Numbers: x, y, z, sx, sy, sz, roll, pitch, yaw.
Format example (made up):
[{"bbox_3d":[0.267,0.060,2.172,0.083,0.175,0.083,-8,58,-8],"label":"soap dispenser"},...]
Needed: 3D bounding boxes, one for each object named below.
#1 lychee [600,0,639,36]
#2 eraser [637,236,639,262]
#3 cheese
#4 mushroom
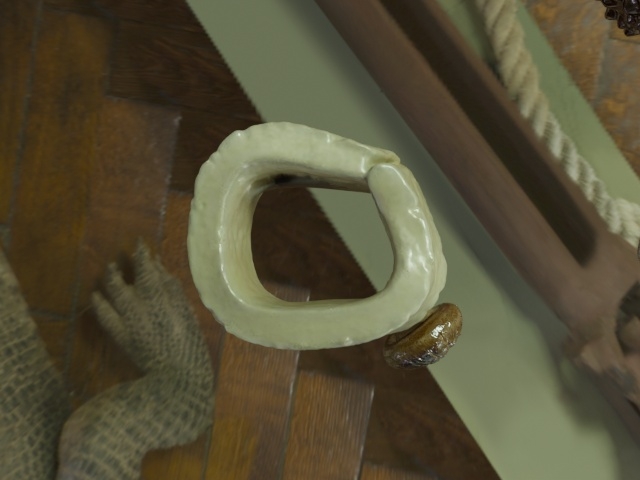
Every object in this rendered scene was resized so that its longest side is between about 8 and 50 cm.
[{"bbox_3d":[0.457,-0.348,1.303,0.330,0.306,0.306,17,98,-8],"label":"lychee"},{"bbox_3d":[0.302,-0.086,0.668,0.059,0.204,0.243,52,127,7],"label":"eraser"},{"bbox_3d":[0.000,-0.003,1.538,0.332,0.153,0.292,4,89,11],"label":"cheese"},{"bbox_3d":[0.145,0.134,1.633,0.085,0.109,0.126,34,134,-29],"label":"mushroom"}]
